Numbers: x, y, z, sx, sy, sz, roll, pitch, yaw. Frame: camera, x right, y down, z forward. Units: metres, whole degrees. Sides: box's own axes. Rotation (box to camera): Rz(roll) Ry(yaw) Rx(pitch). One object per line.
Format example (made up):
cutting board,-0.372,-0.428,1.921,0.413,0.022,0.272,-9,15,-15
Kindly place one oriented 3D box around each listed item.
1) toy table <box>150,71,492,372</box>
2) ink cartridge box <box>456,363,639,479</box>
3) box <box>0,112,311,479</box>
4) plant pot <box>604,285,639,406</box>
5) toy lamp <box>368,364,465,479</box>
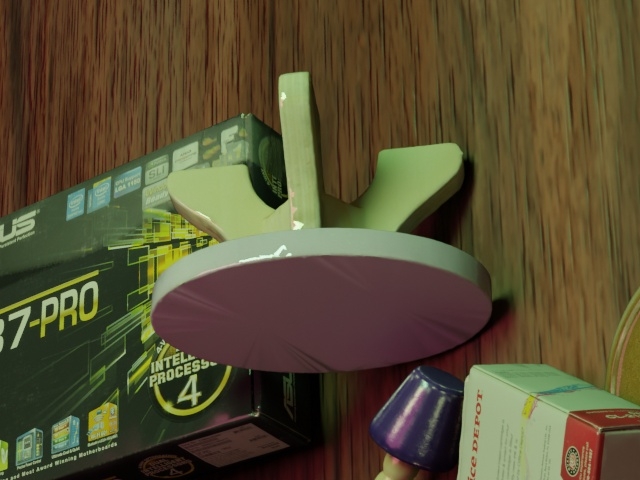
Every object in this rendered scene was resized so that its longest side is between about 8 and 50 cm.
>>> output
toy table,0.000,0.000,1.444,0.252,0.274,0.161,96,175,-54
ink cartridge box,0.171,0.167,1.227,0.175,0.072,0.127,-156,67,-63
box,-0.195,0.089,1.669,0.395,0.097,0.318,-20,54,29
plant pot,0.275,0.096,1.188,0.236,0.032,0.236,-23,60,47
toy lamp,0.046,0.231,1.417,0.080,0.080,0.275,42,115,51
